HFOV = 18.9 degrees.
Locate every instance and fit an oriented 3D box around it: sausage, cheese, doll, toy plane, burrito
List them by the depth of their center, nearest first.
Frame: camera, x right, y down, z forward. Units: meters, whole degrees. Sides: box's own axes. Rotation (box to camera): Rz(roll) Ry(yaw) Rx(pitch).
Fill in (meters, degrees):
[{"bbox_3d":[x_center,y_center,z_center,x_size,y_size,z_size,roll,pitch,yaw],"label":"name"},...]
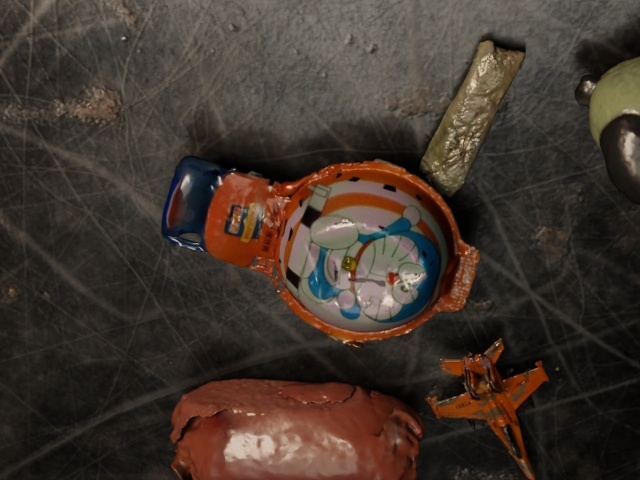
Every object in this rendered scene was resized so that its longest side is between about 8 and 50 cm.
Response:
[{"bbox_3d":[0.375,-0.128,1.881,0.234,0.143,0.135,-15,109,13],"label":"doll"},{"bbox_3d":[0.153,-0.126,1.955,0.051,0.042,0.171,27,115,2],"label":"burrito"},{"bbox_3d":[0.000,0.000,1.985,0.329,0.129,0.217,17,116,-3],"label":"cheese"},{"bbox_3d":[-0.025,0.227,2.094,0.279,0.152,0.152,2,118,6],"label":"sausage"},{"bbox_3d":[0.198,0.189,2.111,0.135,0.062,0.188,-21,128,15],"label":"toy plane"}]
